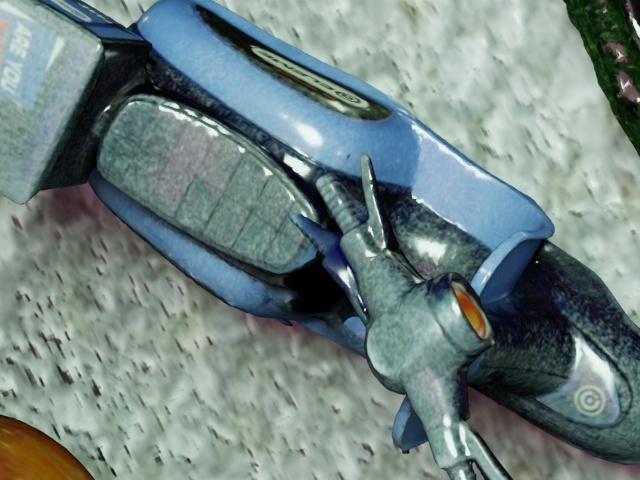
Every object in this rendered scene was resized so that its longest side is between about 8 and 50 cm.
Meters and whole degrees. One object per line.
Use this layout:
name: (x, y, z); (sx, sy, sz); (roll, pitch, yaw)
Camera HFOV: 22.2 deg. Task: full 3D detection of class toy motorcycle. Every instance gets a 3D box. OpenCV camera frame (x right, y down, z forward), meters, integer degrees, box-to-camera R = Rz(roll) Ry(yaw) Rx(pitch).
toy motorcycle: (0.000, 0.000, 0.731); (0.358, 0.212, 0.125); (31, 105, 14)

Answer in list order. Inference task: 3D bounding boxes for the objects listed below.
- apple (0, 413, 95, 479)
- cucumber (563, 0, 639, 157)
apple: (-0.222, 0.200, 0.817); (0.272, 0.251, 0.206); (-25, 98, 0)
cucumber: (0.160, -0.082, 0.738); (0.077, 0.077, 0.265); (-24, 88, 20)
